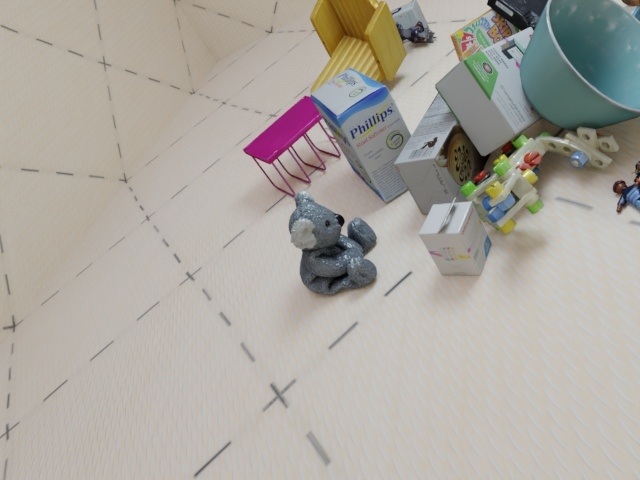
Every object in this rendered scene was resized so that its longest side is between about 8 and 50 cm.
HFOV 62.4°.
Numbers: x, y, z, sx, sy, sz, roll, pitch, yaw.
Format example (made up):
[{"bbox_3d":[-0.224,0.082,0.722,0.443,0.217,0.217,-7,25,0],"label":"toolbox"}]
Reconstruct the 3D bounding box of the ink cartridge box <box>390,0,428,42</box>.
[{"bbox_3d":[0.339,-0.893,2.193,0.175,0.127,0.072,-10,43,37],"label":"ink cartridge box"}]

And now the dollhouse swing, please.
[{"bbox_3d":[0.070,-0.678,1.918,0.305,0.315,0.347,-46,48,-5],"label":"dollhouse swing"}]

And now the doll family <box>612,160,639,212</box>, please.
[{"bbox_3d":[0.622,-0.124,0.965,0.193,0.076,0.111,-36,36,5],"label":"doll family"}]

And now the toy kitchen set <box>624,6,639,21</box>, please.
[{"bbox_3d":[0.748,-0.419,1.230,0.207,0.122,0.166,-58,33,3],"label":"toy kitchen set"}]

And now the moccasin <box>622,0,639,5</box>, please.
[{"bbox_3d":[0.989,-0.746,1.378,0.380,0.139,0.147,-25,39,13],"label":"moccasin"}]

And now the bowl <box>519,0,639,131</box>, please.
[{"bbox_3d":[0.548,-0.355,1.112,0.311,0.311,0.163,-57,4,-30],"label":"bowl"}]

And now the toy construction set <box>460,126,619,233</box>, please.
[{"bbox_3d":[0.430,-0.142,1.088,0.327,0.151,0.215,-30,-1,-14],"label":"toy construction set"}]

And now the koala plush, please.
[{"bbox_3d":[0.000,0.000,1.247,0.203,0.221,0.196,-23,34,21],"label":"koala plush"}]

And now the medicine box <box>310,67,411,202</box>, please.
[{"bbox_3d":[0.130,-0.293,1.444,0.149,0.289,0.263,-34,31,2],"label":"medicine box"}]

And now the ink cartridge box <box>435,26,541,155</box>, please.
[{"bbox_3d":[0.435,-0.351,1.230,0.278,0.201,0.117,-33,-2,-31],"label":"ink cartridge box"}]

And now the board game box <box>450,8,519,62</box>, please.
[{"bbox_3d":[0.531,-0.652,1.669,0.259,0.124,0.039,-37,26,-16],"label":"board game box"}]

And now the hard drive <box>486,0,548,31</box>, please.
[{"bbox_3d":[0.713,-0.767,1.612,0.339,0.064,0.237,-41,72,-9],"label":"hard drive"}]

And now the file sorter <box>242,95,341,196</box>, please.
[{"bbox_3d":[-0.064,-0.311,1.755,0.290,0.182,0.202,-43,34,-10],"label":"file sorter"}]

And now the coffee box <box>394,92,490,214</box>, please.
[{"bbox_3d":[0.318,-0.226,1.297,0.119,0.168,0.297,-2,44,43],"label":"coffee box"}]

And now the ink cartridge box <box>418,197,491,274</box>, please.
[{"bbox_3d":[0.273,-0.009,1.075,0.090,0.143,0.092,-3,44,41],"label":"ink cartridge box"}]

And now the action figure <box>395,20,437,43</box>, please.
[{"bbox_3d":[0.327,-0.804,2.050,0.285,0.099,0.185,-18,20,-30],"label":"action figure"}]
